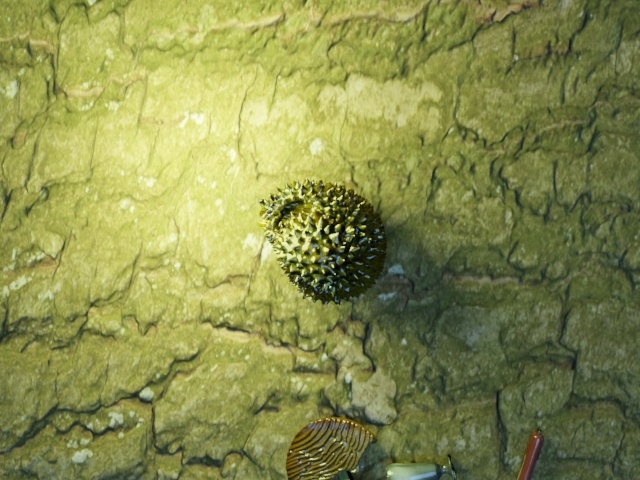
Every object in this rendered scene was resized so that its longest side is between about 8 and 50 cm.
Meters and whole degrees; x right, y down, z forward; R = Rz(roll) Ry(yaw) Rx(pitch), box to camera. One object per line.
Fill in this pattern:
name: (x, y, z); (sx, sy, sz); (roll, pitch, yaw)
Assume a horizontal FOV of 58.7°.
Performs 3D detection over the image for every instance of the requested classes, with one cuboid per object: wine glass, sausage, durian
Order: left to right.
durian: (0.009, -0.006, 1.223); (0.258, 0.258, 0.292); (-36, 80, 9)
wine glass: (0.236, 0.546, 1.326); (0.156, 0.072, 0.072); (-14, 94, 7)
sausage: (0.475, 0.541, 1.317); (0.030, 0.029, 0.222); (16, 97, 5)

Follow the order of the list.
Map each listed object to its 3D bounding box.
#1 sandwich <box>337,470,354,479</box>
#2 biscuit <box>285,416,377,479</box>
sandwich: (0.067, 0.588, 1.369); (0.031, 0.044, 0.083); (-29, 49, 5)
biscuit: (0.015, 0.516, 1.362); (0.176, 0.031, 0.228); (37, 96, 11)
